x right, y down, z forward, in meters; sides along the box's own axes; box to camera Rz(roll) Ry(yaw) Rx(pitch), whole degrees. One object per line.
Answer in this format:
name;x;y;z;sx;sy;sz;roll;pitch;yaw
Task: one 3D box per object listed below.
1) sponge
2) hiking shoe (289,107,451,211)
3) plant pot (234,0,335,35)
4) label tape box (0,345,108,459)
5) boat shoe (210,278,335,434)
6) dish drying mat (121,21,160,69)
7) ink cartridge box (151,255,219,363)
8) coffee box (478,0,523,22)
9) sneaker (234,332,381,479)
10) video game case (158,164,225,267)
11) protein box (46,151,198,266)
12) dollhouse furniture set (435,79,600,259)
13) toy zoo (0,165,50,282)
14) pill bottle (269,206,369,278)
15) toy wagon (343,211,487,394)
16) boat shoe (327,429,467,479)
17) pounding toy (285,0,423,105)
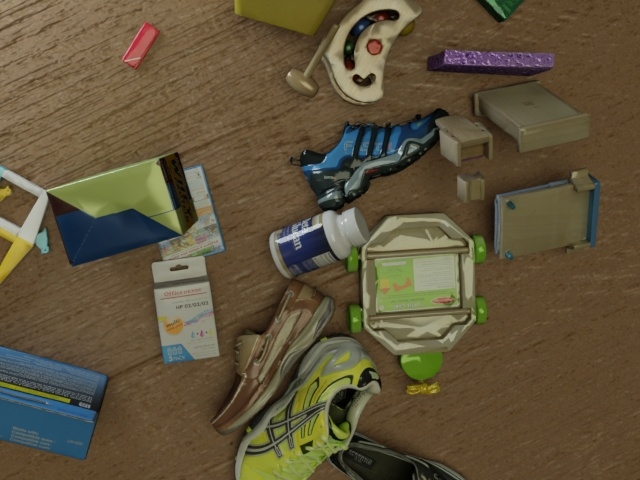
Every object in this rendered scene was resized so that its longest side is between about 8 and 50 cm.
sponge;0.314;-0.330;1.858;0.210;0.117;0.031;1;93;-8
hiking shoe;0.103;-0.179;1.847;0.304;0.113;0.132;-32;87;-11
plant pot;-0.058;-0.474;1.758;0.212;0.212;0.187;13;106;-9
label tape box;-0.498;0.281;1.691;0.240;0.333;0.106;16;93;-9
boat shoe;-0.106;0.212;1.858;0.116;0.123;0.324;38;83;-2
dish drying mat;-0.327;-0.355;1.821;0.032;0.008;0.083;32;90;-9
ink cartridge box;-0.250;0.127;1.843;0.104;0.061;0.181;-8;101;-7
coffee box;0.367;-0.516;1.887;0.113;0.040;0.184;41;89;-10
sneaker;-0.030;0.357;1.838;0.145;0.147;0.385;25;99;-33
video game case;-0.255;-0.045;1.857;0.119;0.015;0.166;-16;97;-7
protein box;-0.337;-0.059;1.736;0.199;0.201;0.136;-16;98;3
dollhouse furniture set;0.349;-0.109;1.881;0.286;0.198;0.304;-13;119;-12
toy zoo;-0.621;-0.051;1.796;0.293;0.030;0.192;30;91;-9
pill bottle;0.000;0.000;1.830;0.169;0.094;0.094;-21;98;17
toy wagon;0.182;0.121;1.908;0.267;0.068;0.345;-3;96;-7
boat shoe;0.160;0.470;1.910;0.335;0.119;0.121;24;92;-9
pounding toy;0.081;-0.336;1.805;0.154;0.155;0.269;44;88;-5
